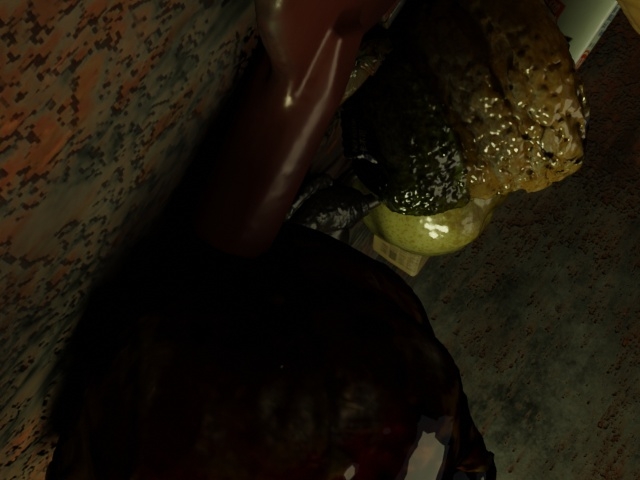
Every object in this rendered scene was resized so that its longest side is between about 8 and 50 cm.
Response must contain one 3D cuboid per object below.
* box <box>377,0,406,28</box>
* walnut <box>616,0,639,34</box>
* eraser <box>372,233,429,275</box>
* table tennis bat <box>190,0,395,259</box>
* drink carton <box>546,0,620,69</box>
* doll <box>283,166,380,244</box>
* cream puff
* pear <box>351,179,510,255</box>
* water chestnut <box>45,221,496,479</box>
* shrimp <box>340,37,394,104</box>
[{"bbox_3d":[0.049,-0.170,0.697,0.046,0.012,0.083,-57,170,0],"label":"box"},{"bbox_3d":[0.285,-0.273,0.641,0.306,0.306,0.344,-53,135,-13],"label":"walnut"},{"bbox_3d":[0.135,-0.068,1.307,0.144,0.078,0.343,-54,170,-13],"label":"eraser"},{"bbox_3d":[0.033,-0.170,0.521,0.415,0.051,0.268,-62,169,24],"label":"table tennis bat"},{"bbox_3d":[0.212,-0.250,0.891,0.315,0.130,0.106,-60,169,22],"label":"drink carton"},{"bbox_3d":[0.000,0.000,0.880,0.165,0.057,0.139,-29,141,-41],"label":"doll"},{"bbox_3d":[0.087,-0.095,0.785,0.169,0.183,0.183,-26,166,-6],"label":"cream puff"},{"bbox_3d":[0.108,-0.059,1.004,0.167,0.136,0.167,-48,170,-12],"label":"pear"},{"bbox_3d":[-0.026,0.131,0.659,0.289,0.244,0.289,-51,168,-16],"label":"water chestnut"},{"bbox_3d":[0.023,-0.124,0.689,0.127,0.025,0.091,-39,160,-53],"label":"shrimp"}]
